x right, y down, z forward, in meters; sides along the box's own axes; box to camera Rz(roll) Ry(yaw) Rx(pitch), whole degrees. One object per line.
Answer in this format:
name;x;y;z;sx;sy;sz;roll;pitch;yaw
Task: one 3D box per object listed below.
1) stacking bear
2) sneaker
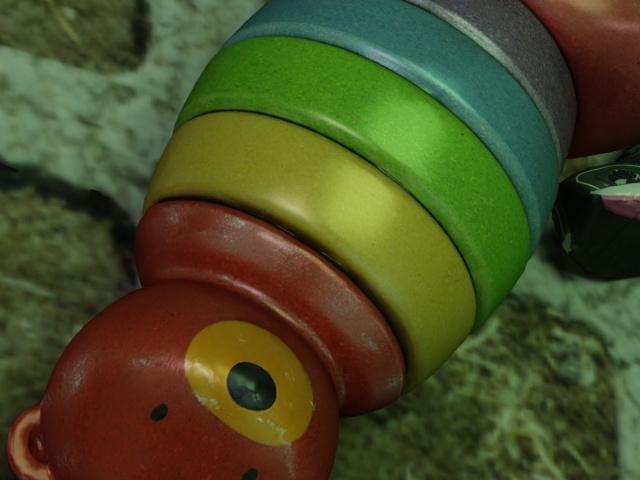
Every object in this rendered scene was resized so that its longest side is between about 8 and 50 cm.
stacking bear;0.000;0.000;0.630;0.175;0.164;0.289;41;62;-12
sneaker;0.177;-0.033;0.824;0.178;0.072;0.077;-5;56;-42
